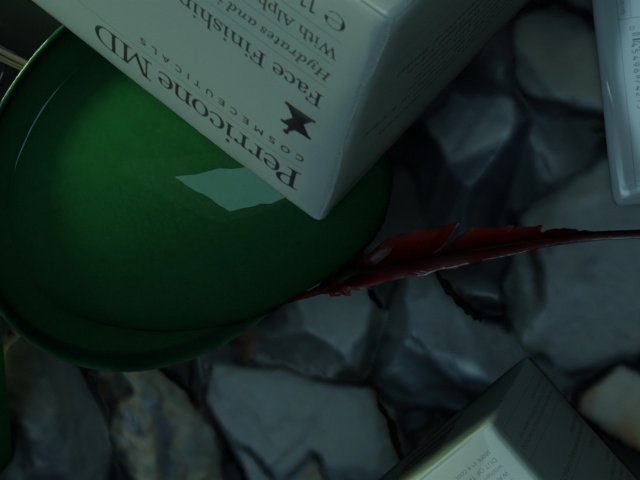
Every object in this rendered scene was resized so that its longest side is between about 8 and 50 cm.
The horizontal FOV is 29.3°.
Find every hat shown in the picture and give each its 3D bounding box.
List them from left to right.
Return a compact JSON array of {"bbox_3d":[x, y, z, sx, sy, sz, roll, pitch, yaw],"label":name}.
[{"bbox_3d":[0.000,0.000,0.441,0.208,0.173,0.183,-47,43,-6],"label":"hat"}]

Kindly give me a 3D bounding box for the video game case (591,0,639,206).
[{"bbox_3d":[0.192,-0.115,0.473,0.173,0.022,0.190,-5,96,19],"label":"video game case"}]

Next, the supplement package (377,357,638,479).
[{"bbox_3d":[0.100,0.157,0.503,0.105,0.105,0.179,-43,84,19],"label":"supplement package"}]

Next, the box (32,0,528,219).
[{"bbox_3d":[-0.005,-0.141,0.414,0.181,0.119,0.182,37,64,10],"label":"box"}]

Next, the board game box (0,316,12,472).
[{"bbox_3d":[-0.294,-0.009,0.577,0.317,0.046,0.213,24,136,12],"label":"board game box"}]

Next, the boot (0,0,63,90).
[{"bbox_3d":[-0.102,-0.122,0.551,0.198,0.077,0.137,35,92,12],"label":"boot"}]
